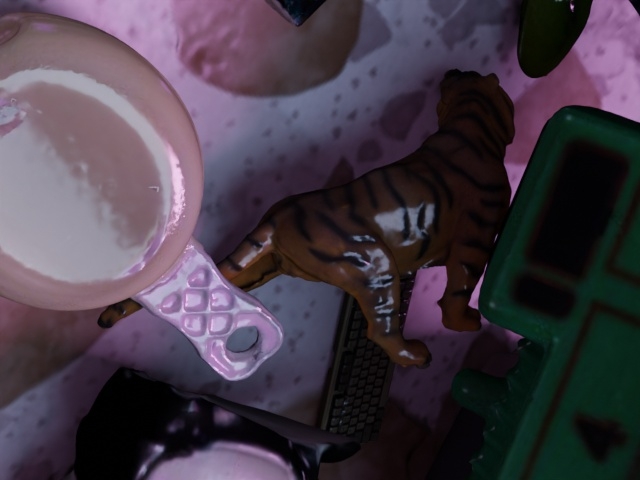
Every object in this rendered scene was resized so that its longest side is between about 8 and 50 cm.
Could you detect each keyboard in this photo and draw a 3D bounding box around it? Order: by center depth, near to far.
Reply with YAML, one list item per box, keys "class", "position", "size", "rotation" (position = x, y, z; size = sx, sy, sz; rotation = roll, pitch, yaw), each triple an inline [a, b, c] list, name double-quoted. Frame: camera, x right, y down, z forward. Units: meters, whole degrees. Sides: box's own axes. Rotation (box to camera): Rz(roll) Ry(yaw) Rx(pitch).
- class: "keyboard"
  position: [0.028, 0.072, 1.044]
  size: [0.049, 0.015, 0.129]
  rotation: [-5, 120, -32]

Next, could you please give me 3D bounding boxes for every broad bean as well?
- class: "broad bean"
  position: [0.133, -0.194, 0.935]
  size: [0.069, 0.039, 0.227]
  rotation: [-26, 128, -27]

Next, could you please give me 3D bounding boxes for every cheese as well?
- class: "cheese"
  position: [-0.102, -0.009, 0.841]
  size: [0.137, 0.064, 0.227]
  rotation: [-41, 118, 7]

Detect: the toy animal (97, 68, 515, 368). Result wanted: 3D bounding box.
- class: "toy animal"
  position: [0.005, 0.003, 0.921]
  size: [0.255, 0.114, 0.116]
  rotation: [-20, 124, -20]

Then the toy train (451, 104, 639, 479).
- class: "toy train"
  position: [0.183, 0.098, 0.881]
  size: [0.429, 0.249, 0.178]
  rotation: [-69, 166, 10]

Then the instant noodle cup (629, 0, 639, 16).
- class: "instant noodle cup"
  position: [0.303, -0.203, 0.939]
  size: [0.207, 0.217, 0.217]
  rotation: [-19, 127, -31]

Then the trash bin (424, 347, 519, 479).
- class: "trash bin"
  position: [0.186, 0.190, 1.098]
  size: [0.290, 0.182, 0.209]
  rotation: [14, 108, -31]

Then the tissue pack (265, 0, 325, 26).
- class: "tissue pack"
  position: [0.008, -0.201, 0.811]
  size: [0.170, 0.090, 0.103]
  rotation: [-43, 132, -1]

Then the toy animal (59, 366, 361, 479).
- class: "toy animal"
  position: [-0.079, 0.163, 0.946]
  size: [0.166, 0.138, 0.179]
  rotation: [28, 95, -25]
